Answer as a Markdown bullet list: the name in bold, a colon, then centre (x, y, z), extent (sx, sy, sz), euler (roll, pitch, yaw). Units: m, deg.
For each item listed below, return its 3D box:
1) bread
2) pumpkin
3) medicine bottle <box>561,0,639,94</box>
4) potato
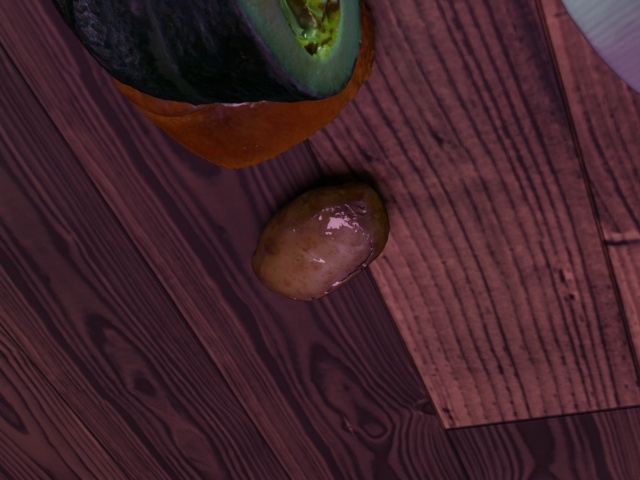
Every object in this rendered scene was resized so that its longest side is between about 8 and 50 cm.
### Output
- **bread**: centre (-0.073, -0.140, 0.780), extent (0.260, 0.134, 0.129), euler (-16, 126, 24)
- **pumpkin**: centre (-0.104, -0.237, 0.611), extent (0.197, 0.293, 0.263), euler (-5, 169, 20)
- **medicine bottle**: centre (0.309, -0.238, 0.540), extent (0.245, 0.245, 0.306), euler (36, 136, -18)
- **potato**: centre (0.000, 0.000, 0.920), extent (0.107, 0.080, 0.170), euler (38, 125, -10)
